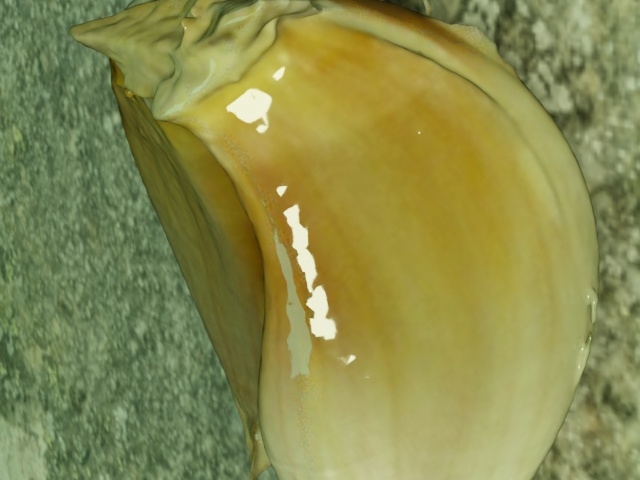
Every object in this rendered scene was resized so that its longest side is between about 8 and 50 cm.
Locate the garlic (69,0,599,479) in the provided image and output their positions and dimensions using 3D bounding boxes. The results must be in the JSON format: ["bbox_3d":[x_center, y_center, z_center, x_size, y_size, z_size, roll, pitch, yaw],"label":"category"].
[{"bbox_3d":[0.000,0.000,0.871,0.286,0.249,0.313,-7,118,36],"label":"garlic"}]
